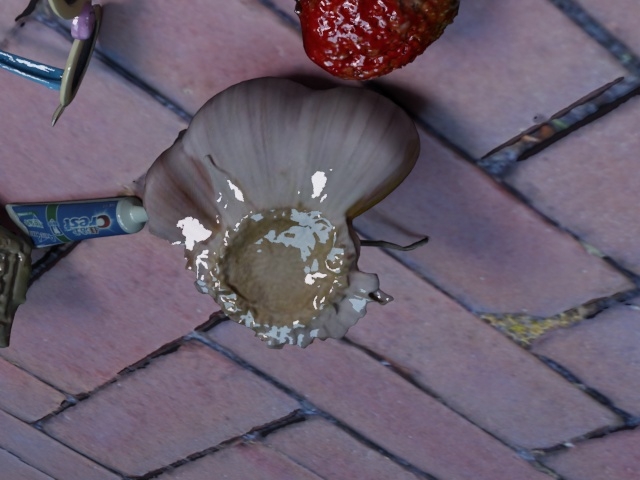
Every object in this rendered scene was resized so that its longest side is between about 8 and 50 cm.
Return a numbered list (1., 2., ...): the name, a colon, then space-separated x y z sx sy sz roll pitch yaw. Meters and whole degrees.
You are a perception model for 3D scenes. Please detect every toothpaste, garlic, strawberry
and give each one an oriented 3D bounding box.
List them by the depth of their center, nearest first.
1. strawberry: 0.035 -0.148 0.734 0.106 0.106 0.106 15 147 10
2. garlic: 0.000 0.000 0.886 0.207 0.207 0.256 -11 142 40
3. toothpaste: -0.231 -0.019 1.135 0.197 0.035 0.057 -5 125 37

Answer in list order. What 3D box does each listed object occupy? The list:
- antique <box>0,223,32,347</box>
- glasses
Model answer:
1. antique: -0.438 0.039 1.220 0.284 0.125 0.150 -6 159 45
2. glasses: -0.246 -0.213 0.861 0.220 0.088 0.190 36 151 15
